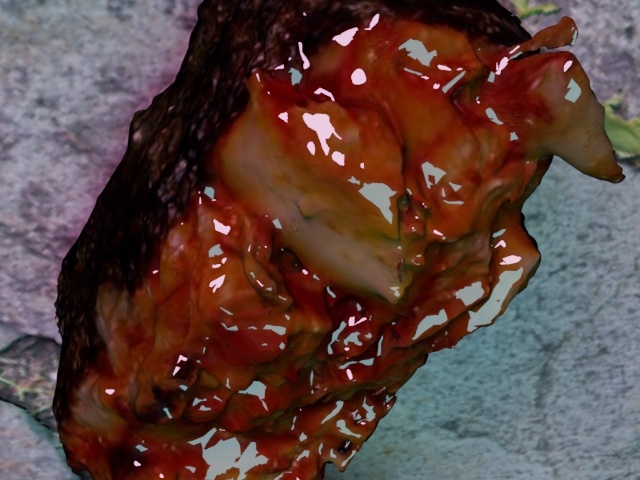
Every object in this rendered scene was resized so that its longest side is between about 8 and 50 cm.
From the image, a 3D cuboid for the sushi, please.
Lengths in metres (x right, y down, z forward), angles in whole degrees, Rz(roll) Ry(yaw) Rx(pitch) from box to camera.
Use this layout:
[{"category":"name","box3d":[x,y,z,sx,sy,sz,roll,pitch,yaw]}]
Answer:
[{"category":"sushi","box3d":[0.000,0.000,0.649,0.196,0.182,0.343,13,127,-33]}]
